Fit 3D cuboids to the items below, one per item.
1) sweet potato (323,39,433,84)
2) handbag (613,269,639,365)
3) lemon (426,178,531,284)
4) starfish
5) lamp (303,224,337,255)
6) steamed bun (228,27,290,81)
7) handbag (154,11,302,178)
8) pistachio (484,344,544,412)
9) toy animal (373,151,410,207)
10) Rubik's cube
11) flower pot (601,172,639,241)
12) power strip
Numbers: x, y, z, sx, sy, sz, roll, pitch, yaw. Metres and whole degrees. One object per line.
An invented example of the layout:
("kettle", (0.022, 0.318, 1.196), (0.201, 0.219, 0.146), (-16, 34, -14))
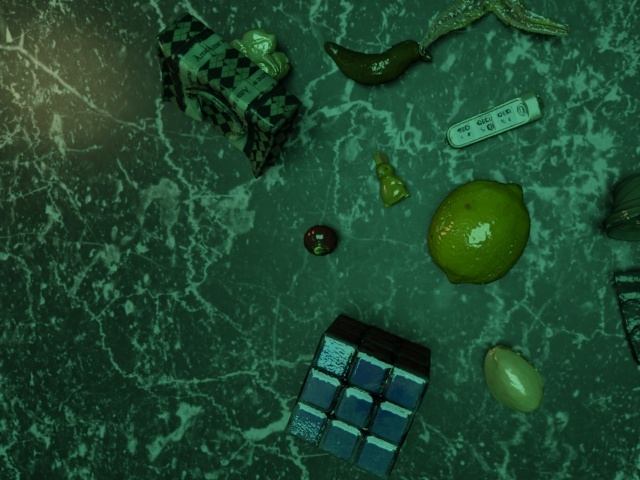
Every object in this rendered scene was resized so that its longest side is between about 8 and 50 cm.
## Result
("sweet potato", (0.159, -0.500, 1.737), (0.309, 0.098, 0.124), (2, 73, 13))
("handbag", (0.895, 0.197, 1.645), (0.175, 0.088, 0.271), (-16, 90, 19))
("lemon", (0.422, -0.025, 1.633), (0.257, 0.258, 0.310), (34, 103, 7))
("starfish", (0.420, -0.682, 1.653), (0.383, 0.132, 0.398), (-16, 99, 10))
("lamp", (0.000, 0.000, 1.805), (0.101, 0.090, 0.101), (3, 135, 3))
("steamed bun", (-0.180, -0.519, 1.801), (0.177, 0.106, 0.192), (47, 110, 1))
("handbag", (-0.269, -0.383, 1.734), (0.416, 0.317, 0.180), (39, 62, 6))
("pistachio", (0.530, 0.388, 1.709), (0.145, 0.117, 0.200), (-42, 84, 16))
("toy animal", (0.187, -0.180, 1.769), (0.083, 0.070, 0.159), (-27, 83, 14))
("Rubik's cube", (0.113, 0.413, 1.702), (0.305, 0.303, 0.301), (23, 98, 11))
("flower pot", (0.842, -0.090, 1.583), (0.235, 0.235, 0.141), (-3, 69, 12))
("power strip", (0.476, -0.328, 1.709), (0.285, 0.048, 0.080), (-20, 89, 13))
